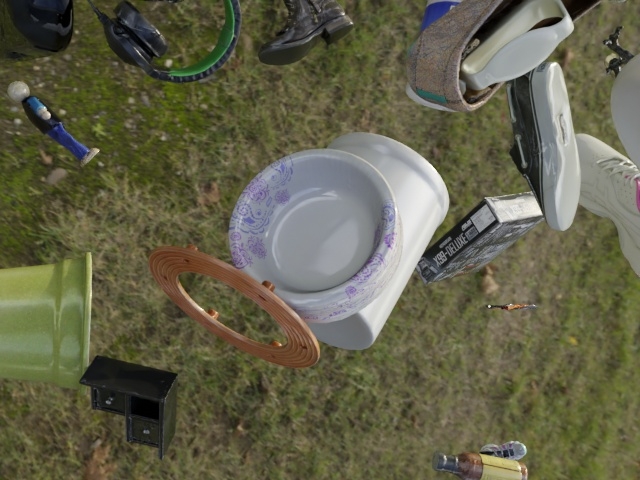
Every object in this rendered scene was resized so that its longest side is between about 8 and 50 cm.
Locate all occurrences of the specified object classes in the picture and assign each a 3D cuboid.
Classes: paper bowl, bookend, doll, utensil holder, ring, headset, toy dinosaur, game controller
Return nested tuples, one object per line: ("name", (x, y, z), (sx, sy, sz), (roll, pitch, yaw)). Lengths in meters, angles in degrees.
("paper bowl", (0.000, 0.000, 1.181), (0.284, 0.284, 0.148), (-56, 154, -14))
("bookend", (-0.347, 0.304, 1.274), (0.072, 0.157, 0.156), (-71, 173, -57))
("doll", (-0.499, -0.215, 1.289), (0.189, 0.129, 0.046), (45, 71, -19))
("utensil holder", (0.070, 0.007, 1.581), (0.327, 0.327, 0.385), (52, 56, -36))
("ring", (-0.145, 0.112, 1.193), (0.336, 0.336, 0.032), (52, 57, -36))
("headset", (-0.326, -0.431, 1.306), (0.394, 0.185, 0.243), (11, 113, -33))
("toy dinosaur", (0.495, -0.269, 1.125), (0.064, 0.268, 0.118), (-35, 126, 21))
("game controller", (-0.259, -0.230, 0.563), (0.067, 0.319, 0.166), (-23, 112, -27))

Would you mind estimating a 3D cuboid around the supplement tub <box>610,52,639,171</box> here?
("supplement tub", (0.521, -0.187, 0.780), (0.316, 0.228, 0.228), (-35, 125, -1))

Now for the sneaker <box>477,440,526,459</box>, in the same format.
("sneaker", (0.348, 0.422, 1.368), (0.069, 0.098, 0.038), (-9, 78, -50))

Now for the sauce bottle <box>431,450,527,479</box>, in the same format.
("sauce bottle", (0.216, 0.311, 0.953), (0.128, 0.042, 0.042), (15, 92, -7))

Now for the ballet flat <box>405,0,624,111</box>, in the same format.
("ballet flat", (0.225, -0.233, 0.662), (0.316, 0.106, 0.107), (-43, 126, 8))

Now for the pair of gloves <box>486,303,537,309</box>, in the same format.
("pair of gloves", (0.354, 0.122, 1.296), (0.074, 0.083, 0.010), (0, 85, -20))

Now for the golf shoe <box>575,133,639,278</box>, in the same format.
("golf shoe", (0.481, -0.075, 1.070), (0.115, 0.306, 0.140), (-22, 146, -10))

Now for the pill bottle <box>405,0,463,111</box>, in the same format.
("pill bottle", (0.276, -0.414, 1.424), (0.152, 0.152, 0.272), (17, 85, -42))

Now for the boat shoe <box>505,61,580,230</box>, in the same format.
("boat shoe", (0.288, -0.120, 0.913), (0.078, 0.070, 0.219), (-24, 109, -42))

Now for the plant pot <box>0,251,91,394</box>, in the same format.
("plant pot", (-0.568, 0.156, 1.313), (0.254, 0.276, 0.276), (2, 101, -20))

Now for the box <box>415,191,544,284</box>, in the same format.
("box", (0.429, -0.006, 1.859), (0.242, 0.307, 0.076), (-10, 63, -40))

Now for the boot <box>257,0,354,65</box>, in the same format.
("boot", (-0.068, -0.547, 1.625), (0.263, 0.091, 0.229), (-27, 84, -15))
